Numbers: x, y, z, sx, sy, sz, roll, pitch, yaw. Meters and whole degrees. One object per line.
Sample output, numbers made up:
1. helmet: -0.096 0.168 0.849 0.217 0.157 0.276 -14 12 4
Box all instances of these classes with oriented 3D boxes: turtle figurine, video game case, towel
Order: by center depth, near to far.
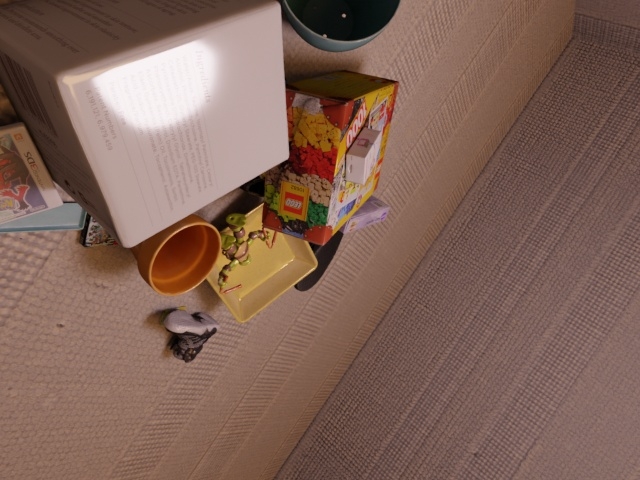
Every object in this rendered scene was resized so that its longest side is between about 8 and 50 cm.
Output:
1. video game case: -0.607 -0.105 0.851 0.201 0.023 0.183 -22 138 -21
2. turtle figurine: -0.226 0.011 1.331 0.269 0.087 0.217 -49 158 -21
3. towel: -0.461 0.236 1.470 0.083 0.009 0.060 -1 121 -56

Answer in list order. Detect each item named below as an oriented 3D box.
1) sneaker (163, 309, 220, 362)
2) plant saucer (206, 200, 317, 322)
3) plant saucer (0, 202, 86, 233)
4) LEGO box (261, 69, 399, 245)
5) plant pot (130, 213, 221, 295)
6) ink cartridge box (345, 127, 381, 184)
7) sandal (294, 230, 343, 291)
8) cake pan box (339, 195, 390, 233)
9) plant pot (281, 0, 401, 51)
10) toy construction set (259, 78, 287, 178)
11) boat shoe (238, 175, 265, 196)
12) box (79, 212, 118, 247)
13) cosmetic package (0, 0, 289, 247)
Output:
1. sneaker: -0.425 0.308 1.477 0.153 0.101 0.268 -56 162 0
2. plant saucer: -0.207 0.049 1.491 0.333 0.081 0.332 -36 128 -14
3. plant saucer: -0.592 -0.051 0.986 0.192 0.018 0.067 -6 124 -53
4. LEGO box: 0.042 -0.265 1.354 0.500 0.193 0.372 -46 149 -57
5. plant pot: -0.386 0.003 1.169 0.205 0.188 0.205 -38 146 -31
6. ink cartridge box: 0.109 -0.213 1.188 0.088 0.052 0.122 88 26 -48
7. sandal: 0.001 0.000 1.849 0.445 0.107 0.167 -61 152 -17
8. cake pan box: 0.082 -0.134 1.669 0.267 0.246 0.070 -20 139 -48
9. plant pot: 0.034 -0.593 1.164 0.290 0.290 0.195 -53 -173 -6
10. toy construction set: -0.165 -0.320 1.236 0.215 0.151 0.327 -42 158 -23
11. boat shoe: -0.166 -0.165 1.447 0.219 0.070 0.077 -7 125 -53
12. box: -0.504 -0.052 1.104 0.094 0.027 0.137 -9 126 -54
13. cosmetic package: -0.312 -0.267 0.870 0.394 0.329 0.327 -36 144 -30
